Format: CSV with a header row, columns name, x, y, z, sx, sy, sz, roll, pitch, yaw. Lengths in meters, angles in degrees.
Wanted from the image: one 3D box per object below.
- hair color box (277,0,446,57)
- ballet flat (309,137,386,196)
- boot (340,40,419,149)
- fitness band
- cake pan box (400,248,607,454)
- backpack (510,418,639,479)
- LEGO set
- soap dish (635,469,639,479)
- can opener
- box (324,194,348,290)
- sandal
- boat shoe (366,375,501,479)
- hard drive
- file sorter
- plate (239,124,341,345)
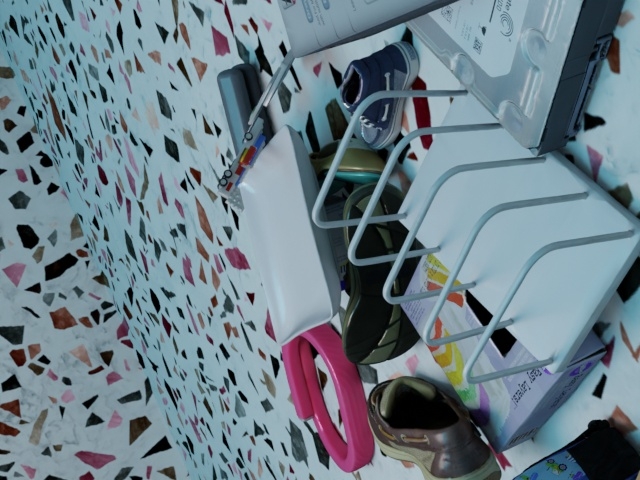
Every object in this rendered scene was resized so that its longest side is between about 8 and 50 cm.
name,x,y,z,sx,sy,sz,roll,pitch,yaw
hair color box,0.062,-0.311,1.131,0.374,0.114,0.185,-2,107,65
ballet flat,0.029,-0.110,1.597,0.232,0.080,0.073,-9,72,64
boot,0.059,-0.176,1.449,0.069,0.086,0.190,57,154,26
fitness band,0.010,0.269,1.985,0.209,0.054,0.290,24,132,59
cake pan box,0.211,0.099,1.377,0.245,0.070,0.267,57,154,22
backpack,0.277,0.305,1.269,0.117,0.173,0.158,49,150,39
LEGO set,-0.080,-0.159,1.624,0.060,0.182,0.244,29,124,-4
soap dish,0.408,0.366,1.102,0.291,0.118,0.229,50,151,38
can opener,-0.085,-0.148,1.846,0.095,0.076,0.283,-3,109,32
box,0.000,0.000,1.749,0.126,0.072,0.137,23,129,62
sandal,0.084,0.045,1.583,0.086,0.120,0.302,-110,17,-58
boat shoe,0.133,0.233,1.534,0.123,0.123,0.342,66,173,-15
hard drive,0.163,-0.278,1.165,0.339,0.064,0.237,53,153,32
file sorter,0.152,-0.010,1.183,0.277,0.173,0.193,47,128,33
plate,-0.040,-0.001,1.654,0.278,0.045,0.277,142,116,-68
